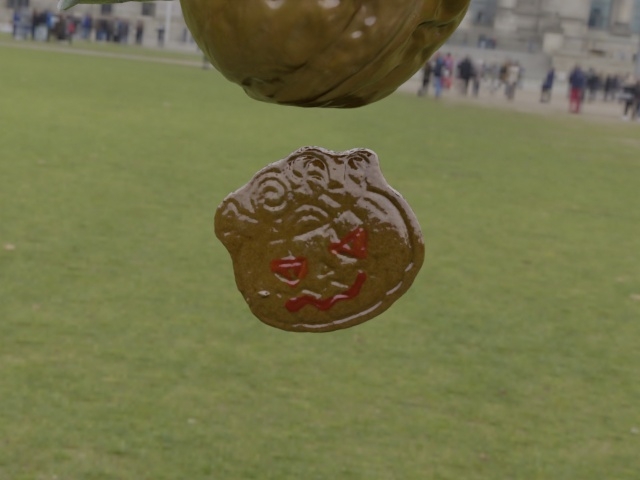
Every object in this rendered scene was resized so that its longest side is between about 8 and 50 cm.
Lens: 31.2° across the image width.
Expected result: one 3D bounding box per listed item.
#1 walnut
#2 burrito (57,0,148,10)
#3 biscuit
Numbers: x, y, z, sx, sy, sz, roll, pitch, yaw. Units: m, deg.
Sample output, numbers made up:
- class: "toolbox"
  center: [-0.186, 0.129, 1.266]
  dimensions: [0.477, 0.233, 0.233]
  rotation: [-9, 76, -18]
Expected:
- class: "walnut"
  center: [0.014, -0.340, 1.367]
  dimensions: [0.354, 0.398, 0.308]
  rotation: [23, 21, -40]
- class: "burrito"
  center: [-0.252, -0.342, 1.521]
  dimensions: [0.203, 0.064, 0.064]
  rotation: [-11, 16, -23]
- class: "biscuit"
  center: [0.000, 0.000, 1.589]
  dimensions: [0.273, 0.257, 0.049]
  rotation: [-24, 4, 11]
